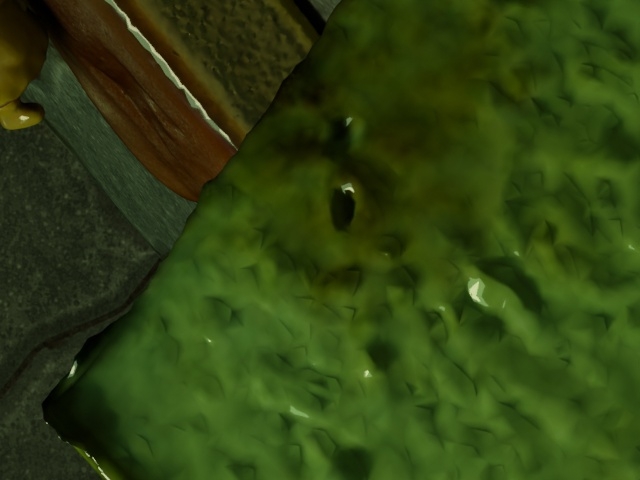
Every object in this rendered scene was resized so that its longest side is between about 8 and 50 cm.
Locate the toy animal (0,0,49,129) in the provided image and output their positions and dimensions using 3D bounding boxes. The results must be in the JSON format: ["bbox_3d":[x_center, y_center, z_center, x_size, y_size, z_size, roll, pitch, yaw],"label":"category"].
[{"bbox_3d":[-0.305,-0.182,1.124,0.156,0.156,0.230,37,165,40],"label":"toy animal"}]

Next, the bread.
[{"bbox_3d":[-0.133,-0.181,1.178,0.333,0.143,0.323,50,167,-10],"label":"bread"}]

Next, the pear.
[{"bbox_3d":[0.109,-0.014,0.530,0.238,0.342,0.318,38,-171,13],"label":"pear"}]
